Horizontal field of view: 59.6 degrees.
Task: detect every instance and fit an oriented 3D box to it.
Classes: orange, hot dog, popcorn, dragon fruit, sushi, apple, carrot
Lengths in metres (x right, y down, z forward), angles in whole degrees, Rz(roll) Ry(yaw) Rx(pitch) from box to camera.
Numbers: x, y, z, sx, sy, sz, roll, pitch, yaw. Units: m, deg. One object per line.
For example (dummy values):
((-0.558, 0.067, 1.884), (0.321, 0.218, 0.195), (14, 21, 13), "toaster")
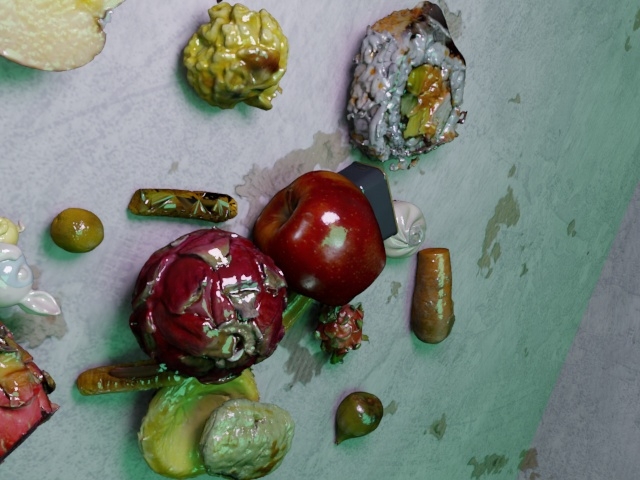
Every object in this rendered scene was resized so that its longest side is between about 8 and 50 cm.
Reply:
((-0.447, -0.016, 1.034), (0.095, 0.085, 0.085), (35, 81, -49), "orange")
((-0.387, 0.275, 1.147), (0.215, 0.066, 0.047), (-3, 134, -7), "hot dog")
((-0.162, -0.359, 1.109), (0.189, 0.218, 0.170), (8, 55, -57), "popcorn")
((-0.592, 0.237, 0.886), (0.291, 0.250, 0.269), (47, 53, -6), "dragon fruit")
((0.214, -0.373, 1.415), (0.417, 0.175, 0.418), (-23, 123, -40), "sushi")
((0.000, 0.000, 1.282), (0.317, 0.288, 0.288), (40, 78, -42), "apple")
((-0.052, 0.143, 1.435), (0.286, 0.061, 0.088), (-44, 131, -23), "hot dog")
((-0.429, -0.428, 0.856), (0.293, 0.163, 0.251), (-48, 138, 0), "apple")
((-0.224, 0.126, 1.122), (0.329, 0.329, 0.330), (-14, 113, -36), "dragon fruit")
((0.060, 0.256, 1.519), (0.135, 0.137, 0.236), (-56, 141, -51), "dragon fruit")
((0.348, 0.176, 1.746), (0.138, 0.138, 0.302), (-16, 108, -36), "carrot")
((-0.281, -0.074, 1.167), (0.228, 0.069, 0.069), (3, 103, -40), "carrot")

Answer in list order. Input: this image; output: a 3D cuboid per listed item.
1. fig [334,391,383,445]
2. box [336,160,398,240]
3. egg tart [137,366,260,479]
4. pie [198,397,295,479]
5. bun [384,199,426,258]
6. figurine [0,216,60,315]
((0.114, 0.549, 1.673), (0.133, 0.126, 0.185), (4, 98, -55), "fig")
((0.109, -0.091, 1.440), (0.090, 0.144, 0.201), (-31, 124, -24), "box")
((-0.284, 0.396, 1.286), (0.314, 0.120, 0.315), (-15, 115, -35), "egg tart")
((-0.165, 0.468, 1.274), (0.248, 0.090, 0.201), (25, 92, -40), "pie")
((0.233, -0.025, 1.583), (0.172, 0.119, 0.173), (-15, 115, -34), "bun")
((-0.549, 0.042, 0.936), (0.235, 0.127, 0.155), (23, 54, -39), "figurine")
